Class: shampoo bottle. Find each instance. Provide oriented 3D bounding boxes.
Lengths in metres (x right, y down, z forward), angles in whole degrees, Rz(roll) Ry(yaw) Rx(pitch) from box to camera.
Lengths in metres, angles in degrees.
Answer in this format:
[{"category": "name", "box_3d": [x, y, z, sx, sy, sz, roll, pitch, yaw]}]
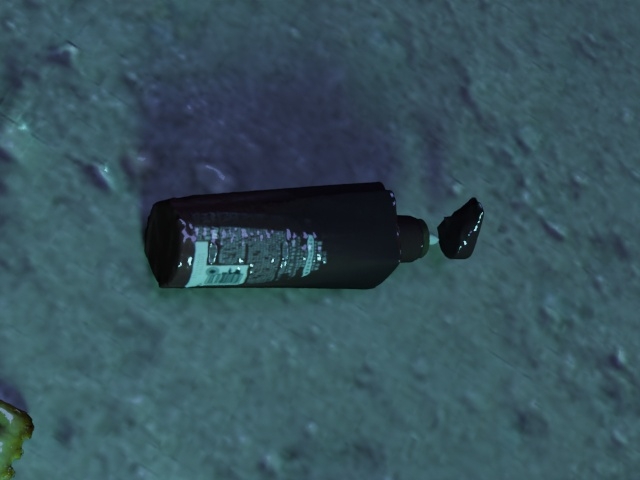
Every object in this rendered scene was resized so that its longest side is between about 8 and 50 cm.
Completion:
[{"category": "shampoo bottle", "box_3d": [0.000, -0.002, 1.185, 0.236, 0.068, 0.067, -1, 65, -28]}]

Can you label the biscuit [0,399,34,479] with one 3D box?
[{"category": "biscuit", "box_3d": [-0.265, 0.151, 1.005, 0.144, 0.016, 0.203, 34, 55, -10]}]
